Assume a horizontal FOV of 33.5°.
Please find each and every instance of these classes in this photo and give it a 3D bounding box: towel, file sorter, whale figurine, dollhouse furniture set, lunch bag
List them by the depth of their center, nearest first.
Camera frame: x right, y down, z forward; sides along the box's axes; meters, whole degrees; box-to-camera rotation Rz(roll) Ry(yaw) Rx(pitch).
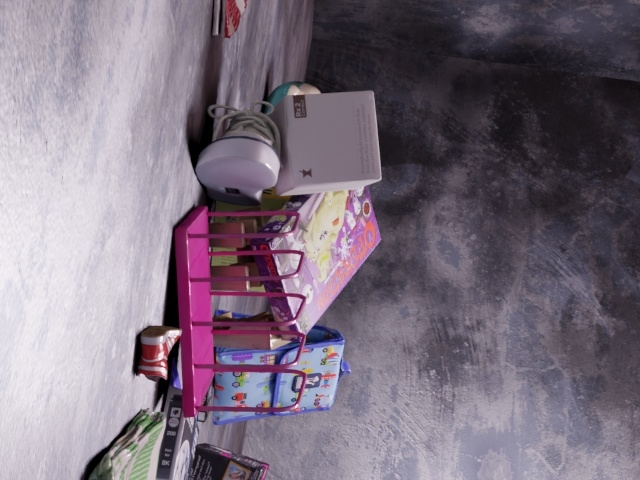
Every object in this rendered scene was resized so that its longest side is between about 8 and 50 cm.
[{"bbox_3d":[-0.250,0.359,1.333,0.325,0.038,0.248,-68,167,-86],"label":"towel"},{"bbox_3d":[-0.116,0.105,1.666,0.202,0.182,0.291,-75,164,-78],"label":"file sorter"},{"bbox_3d":[-0.128,-0.487,1.746,0.329,0.037,0.237,-80,176,-62],"label":"towel"},{"bbox_3d":[-0.140,0.064,1.905,0.212,0.161,0.242,-16,104,-58],"label":"dollhouse furniture set"},{"bbox_3d":[-0.082,0.273,2.281,0.138,0.293,0.221,-99,-168,-51],"label":"lunch bag"},{"bbox_3d":[-0.102,-0.304,2.714,0.272,0.141,0.216,-43,148,-47],"label":"whale figurine"}]

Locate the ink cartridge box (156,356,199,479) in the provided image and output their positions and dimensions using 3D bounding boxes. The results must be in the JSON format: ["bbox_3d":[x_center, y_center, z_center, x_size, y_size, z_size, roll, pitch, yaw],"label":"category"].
[{"bbox_3d":[-0.234,0.325,1.749,0.206,0.045,0.208,94,2,-63],"label":"ink cartridge box"}]

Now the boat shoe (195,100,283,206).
[{"bbox_3d":[-0.123,-0.160,1.750,0.367,0.135,0.156,111,-12,-82],"label":"boat shoe"}]

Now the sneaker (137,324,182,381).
[{"bbox_3d":[-0.217,0.152,1.431,0.118,0.042,0.067,-15,109,-81],"label":"sneaker"}]

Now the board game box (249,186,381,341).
[{"bbox_3d":[0.000,0.000,1.931,0.347,0.056,0.208,-50,136,-46],"label":"board game box"}]

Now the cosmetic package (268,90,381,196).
[{"bbox_3d":[0.003,-0.160,1.783,0.183,0.151,0.151,173,-89,-78],"label":"cosmetic package"}]

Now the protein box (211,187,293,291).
[{"bbox_3d":[-0.102,-0.018,2.075,0.136,0.199,0.201,-78,175,-66],"label":"protein box"}]

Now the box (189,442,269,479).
[{"bbox_3d":[-0.193,0.475,1.985,0.247,0.142,0.163,85,24,-80],"label":"box"}]

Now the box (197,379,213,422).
[{"bbox_3d":[-0.237,0.322,2.181,0.067,0.018,0.083,-75,172,-81],"label":"box"}]
